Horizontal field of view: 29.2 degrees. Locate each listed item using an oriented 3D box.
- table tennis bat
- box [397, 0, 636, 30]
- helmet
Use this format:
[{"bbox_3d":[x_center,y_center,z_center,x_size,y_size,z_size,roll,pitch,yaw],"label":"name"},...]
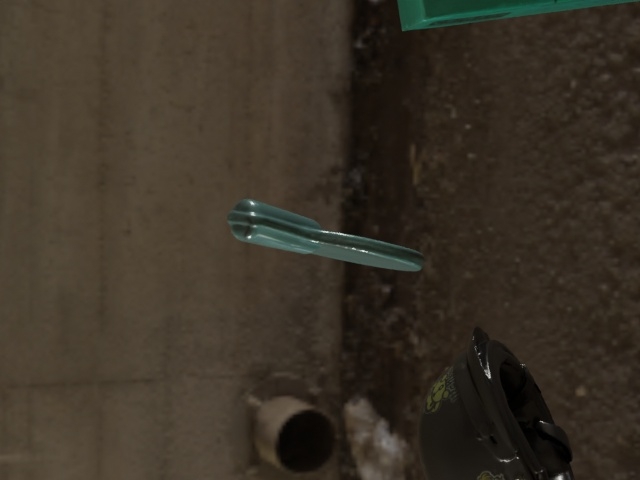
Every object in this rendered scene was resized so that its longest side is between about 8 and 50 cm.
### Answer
[{"bbox_3d":[0.000,0.000,1.162,0.149,0.237,0.038,9,86,40],"label":"table tennis bat"},{"bbox_3d":[0.143,-0.215,0.711,0.042,0.226,0.160,180,81,-72],"label":"box"},{"bbox_3d":[0.198,0.251,1.478,0.160,0.279,0.230,-29,23,19],"label":"helmet"}]
